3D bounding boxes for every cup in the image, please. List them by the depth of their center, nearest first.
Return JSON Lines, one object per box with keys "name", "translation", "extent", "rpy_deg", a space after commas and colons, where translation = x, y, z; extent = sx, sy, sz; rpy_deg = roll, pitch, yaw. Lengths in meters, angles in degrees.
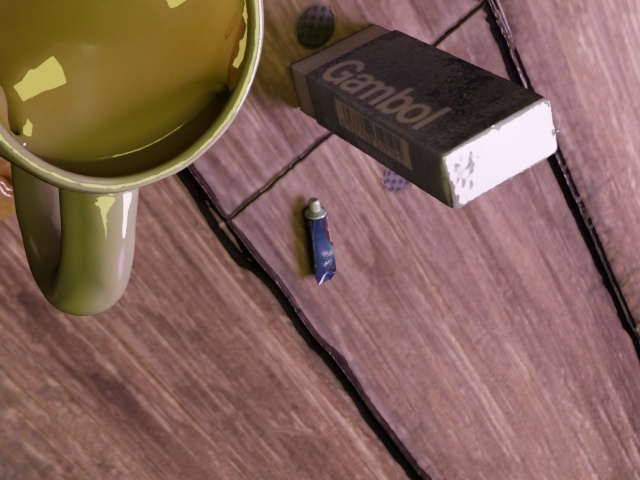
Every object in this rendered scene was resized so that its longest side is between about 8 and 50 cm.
{"name": "cup", "translation": [-0.130, -0.101, 0.654], "extent": [0.173, 0.202, 0.255], "rpy_deg": [-30, 122, -15]}

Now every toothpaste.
{"name": "toothpaste", "translation": [0.000, 0.000, 0.962], "extent": [0.027, 0.019, 0.083], "rpy_deg": [-42, 136, -39]}

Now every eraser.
{"name": "eraser", "translation": [0.066, -0.097, 0.825], "extent": [0.091, 0.212, 0.046], "rpy_deg": [-29, 126, -18]}

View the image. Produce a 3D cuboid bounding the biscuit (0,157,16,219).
{"name": "biscuit", "translation": [-0.202, -0.123, 0.751], "extent": [0.166, 0.036, 0.226], "rpy_deg": [23, 100, -38]}
